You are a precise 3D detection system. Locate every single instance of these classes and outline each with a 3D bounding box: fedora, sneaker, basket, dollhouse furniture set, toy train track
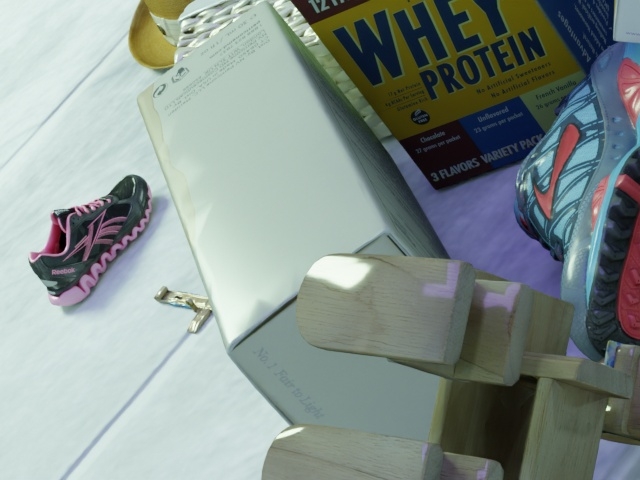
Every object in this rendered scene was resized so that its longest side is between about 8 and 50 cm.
[{"bbox_3d":[-0.101,-0.227,1.636,0.194,0.079,0.194,-27,33,19],"label":"fedora"},{"bbox_3d":[-0.171,-0.010,1.457,0.047,0.057,0.119,1,48,49],"label":"sneaker"},{"bbox_3d":[-0.012,-0.121,1.383,0.167,0.113,0.103,-18,41,30],"label":"basket"},{"bbox_3d":[0.051,0.137,0.905,0.161,0.212,0.242,3,78,46],"label":"dollhouse furniture set"},{"bbox_3d":[0.165,-0.013,1.100,0.125,0.104,0.262,-32,23,37],"label":"sneaker"},{"bbox_3d":[-0.088,0.038,1.351,0.083,0.014,0.048,7,54,50],"label":"toy train track"}]

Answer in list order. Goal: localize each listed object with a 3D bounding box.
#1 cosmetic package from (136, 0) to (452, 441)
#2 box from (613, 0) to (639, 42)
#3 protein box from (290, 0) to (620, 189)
[{"bbox_3d":[0.000,0.000,1.173,0.113,0.160,0.309,-36,31,8],"label":"cosmetic package"},{"bbox_3d":[0.265,-0.172,1.083,0.203,0.103,0.114,6,45,7],"label":"box"},{"bbox_3d":[0.091,-0.184,1.268,0.136,0.200,0.201,-20,37,29],"label":"protein box"}]
